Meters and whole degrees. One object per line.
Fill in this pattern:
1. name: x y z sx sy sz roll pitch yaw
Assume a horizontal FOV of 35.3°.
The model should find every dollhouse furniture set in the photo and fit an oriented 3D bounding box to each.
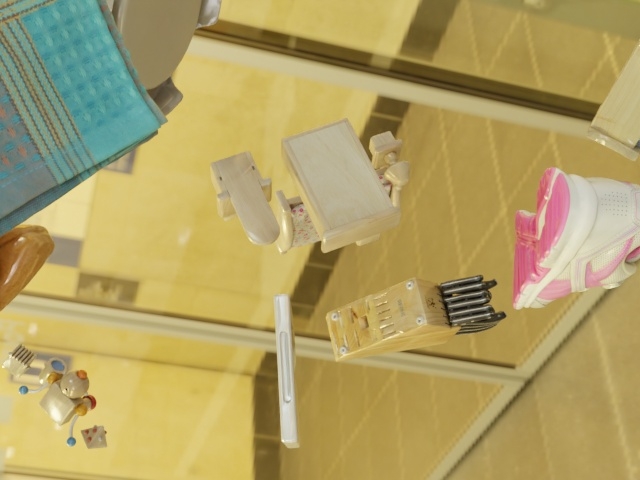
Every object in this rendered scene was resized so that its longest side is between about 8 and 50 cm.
1. dollhouse furniture set: 0.000 0.000 1.538 0.355 0.303 0.174 97 151 -61
2. dollhouse furniture set: 0.427 -0.148 1.165 0.129 0.183 0.129 -65 -10 28

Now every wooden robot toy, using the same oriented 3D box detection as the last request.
1. wooden robot toy: -0.318 0.183 1.278 0.079 0.173 0.076 -52 -12 27

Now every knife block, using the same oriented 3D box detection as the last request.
1. knife block: 0.183 0.142 1.796 0.275 0.242 0.088 -25 66 29

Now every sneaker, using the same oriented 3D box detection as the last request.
1. sneaker: 0.250 0.010 0.966 0.252 0.111 0.103 93 -178 -76

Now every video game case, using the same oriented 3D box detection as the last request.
1. video game case: -0.041 0.168 1.255 0.190 0.022 0.173 89 178 -76

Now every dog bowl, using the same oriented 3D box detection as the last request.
1. dog bowl: -0.262 -0.351 1.481 0.349 0.102 0.349 19 -90 -77

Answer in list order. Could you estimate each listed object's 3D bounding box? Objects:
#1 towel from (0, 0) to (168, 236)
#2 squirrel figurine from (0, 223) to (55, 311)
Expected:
1. towel: -0.268 -0.175 0.655 0.040 0.271 0.370 0 121 43
2. squirrel figurine: -0.618 0.013 1.259 0.397 0.281 0.370 -52 -27 -4
